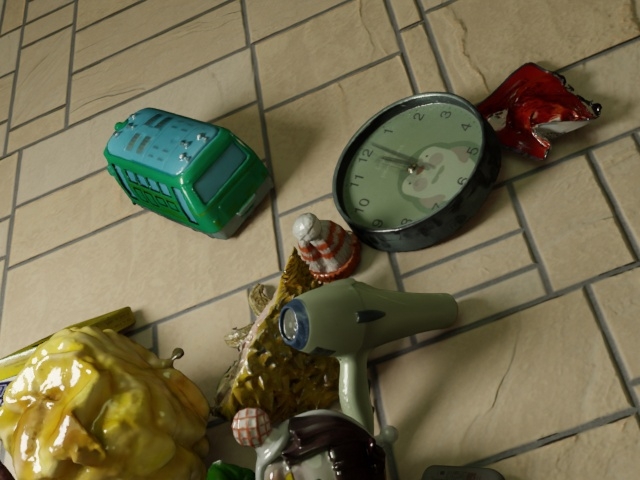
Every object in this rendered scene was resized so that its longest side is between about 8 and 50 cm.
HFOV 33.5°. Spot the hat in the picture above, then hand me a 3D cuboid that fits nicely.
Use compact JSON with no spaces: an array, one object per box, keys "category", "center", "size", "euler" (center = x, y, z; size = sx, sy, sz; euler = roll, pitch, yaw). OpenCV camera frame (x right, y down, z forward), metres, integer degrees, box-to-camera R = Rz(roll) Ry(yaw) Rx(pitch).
[{"category":"hat","center":[0.000,0.000,1.854],"size":[0.112,0.162,0.093],"euler":[-36,45,2]}]

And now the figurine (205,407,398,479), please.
[{"category":"figurine","center":[-0.061,0.358,1.509],"size":[0.370,0.281,0.167],"euler":[-24,11,13]}]

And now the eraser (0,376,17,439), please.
[{"category":"eraser","center":[-0.576,0.299,1.974],"size":[0.287,0.086,0.130],"euler":[-10,46,24]}]

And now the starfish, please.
[{"category":"starfish","center":[-0.057,0.146,1.842],"size":[0.236,0.062,0.277],"euler":[-23,38,2]}]

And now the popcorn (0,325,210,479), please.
[{"category":"popcorn","center":[-0.354,0.325,1.672],"size":[0.381,0.349,0.349],"euler":[-54,42,9]}]

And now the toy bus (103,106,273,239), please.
[{"category":"toy bus","center":[-0.282,-0.147,2.135],"size":[0.343,0.199,0.183],"euler":[19,64,43]}]

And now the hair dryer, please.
[{"category":"hair dryer","center":[0.105,0.180,1.646],"size":[0.296,0.298,0.119],"euler":[-26,6,-30]}]

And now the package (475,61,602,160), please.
[{"category":"package","center":[0.375,-0.233,1.917],"size":[0.194,0.071,0.269],"euler":[-30,39,-8]}]

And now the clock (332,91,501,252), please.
[{"category":"clock","center":[0.166,-0.129,1.914],"size":[0.319,0.066,0.319],"euler":[-21,48,25]}]

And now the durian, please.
[{"category":"durian","center":[-0.028,0.179,1.714],"size":[0.196,0.185,0.305],"euler":[29,71,0]}]

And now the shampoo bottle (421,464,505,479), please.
[{"category":"shampoo bottle","center":[0.218,0.354,1.481],"size":[0.165,0.040,0.080],"euler":[-3,49,28]}]

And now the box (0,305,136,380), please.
[{"category":"box","center":[-0.460,0.183,1.925],"size":[0.153,0.041,0.279],"euler":[-18,4,15]}]
